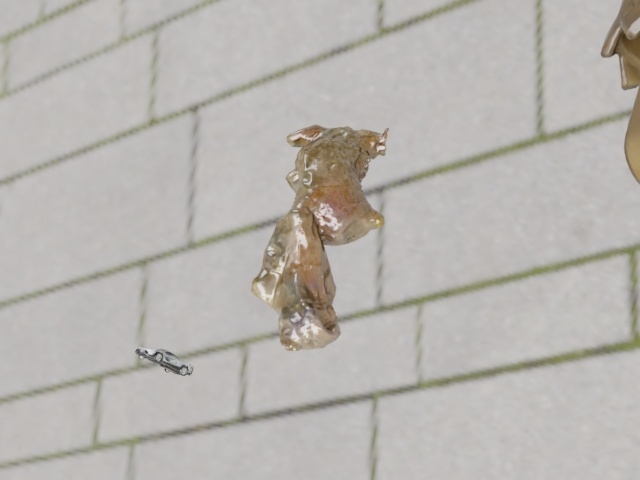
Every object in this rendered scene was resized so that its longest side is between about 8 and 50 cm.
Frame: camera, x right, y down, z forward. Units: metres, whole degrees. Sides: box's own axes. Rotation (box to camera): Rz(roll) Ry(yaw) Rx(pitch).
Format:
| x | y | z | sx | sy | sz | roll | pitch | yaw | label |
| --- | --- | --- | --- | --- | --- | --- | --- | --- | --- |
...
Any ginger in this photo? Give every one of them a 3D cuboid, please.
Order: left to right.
| x | y | z | sx | sy | sz | roll | pitch | yaw | label |
| --- | --- | --- | --- | --- | --- | --- | --- | --- | --- |
| 0.000 | -0.002 | 1.800 | 0.084 | 0.122 | 0.290 | 95 | -173 | -55 | ginger |

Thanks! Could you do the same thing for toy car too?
| x | y | z | sx | sy | sz | roll | pitch | yaw | label |
| --- | --- | --- | --- | --- | --- | --- | --- | --- | --- |
| -0.213 | 0.161 | 2.411 | 0.041 | 0.093 | 0.025 | 7 | 71 | 44 | toy car |

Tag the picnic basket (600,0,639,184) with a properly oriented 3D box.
| x | y | z | sx | sy | sz | roll | pitch | yaw | label |
| --- | --- | --- | --- | --- | --- | --- | --- | --- | --- |
| 0.381 | -0.143 | 1.419 | 0.291 | 0.254 | 0.321 | -13 | 53 | 58 | picnic basket |
